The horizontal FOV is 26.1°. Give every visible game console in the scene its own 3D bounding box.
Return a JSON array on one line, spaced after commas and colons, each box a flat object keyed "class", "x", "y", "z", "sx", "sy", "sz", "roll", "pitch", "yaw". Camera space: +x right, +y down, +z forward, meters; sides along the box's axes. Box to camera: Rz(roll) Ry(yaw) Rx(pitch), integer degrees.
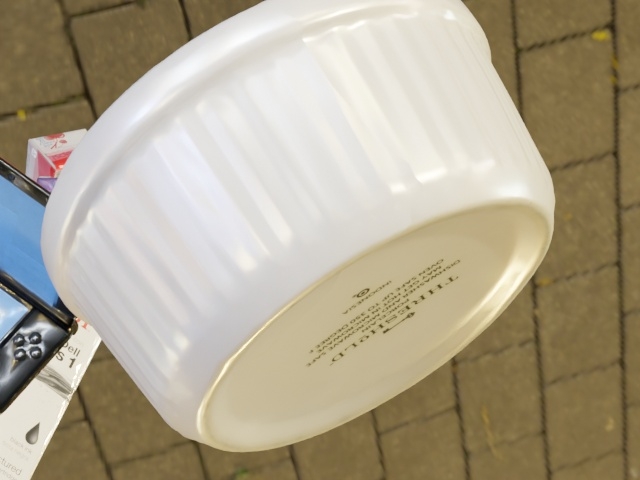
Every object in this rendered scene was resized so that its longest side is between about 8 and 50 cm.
[{"class": "game console", "x": -0.225, "y": 0.017, "z": 0.869, "sx": 0.124, "sy": 0.144, "sz": 0.085, "roll": -50, "pitch": 164, "yaw": -21}]

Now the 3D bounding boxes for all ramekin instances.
[{"class": "ramekin", "x": 0.000, "y": 0.000, "z": 0.729, "sx": 0.272, "sy": 0.127, "sz": 0.273, "roll": -27, "pitch": 154, "yaw": -14}]

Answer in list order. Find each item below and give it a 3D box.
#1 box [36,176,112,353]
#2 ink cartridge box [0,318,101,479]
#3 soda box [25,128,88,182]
[{"class": "box", "x": -0.276, "y": 0.032, "z": 1.713, "sx": 0.153, "sy": 0.207, "sz": 0.108, "roll": -1, "pitch": 163, "yaw": 18}, {"class": "ink cartridge box", "x": -0.309, "y": 0.122, "z": 1.240, "sx": 0.160, "sy": 0.219, "sz": 0.092, "roll": 37, "pitch": 142, "yaw": -19}, {"class": "soda box", "x": -0.364, "y": -0.022, "z": 1.946, "sx": 0.092, "sy": 0.083, "sz": 0.263, "roll": -16, "pitch": 135, "yaw": -34}]
